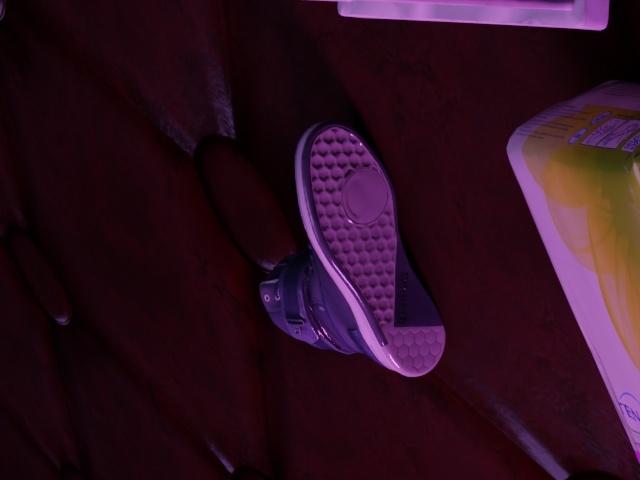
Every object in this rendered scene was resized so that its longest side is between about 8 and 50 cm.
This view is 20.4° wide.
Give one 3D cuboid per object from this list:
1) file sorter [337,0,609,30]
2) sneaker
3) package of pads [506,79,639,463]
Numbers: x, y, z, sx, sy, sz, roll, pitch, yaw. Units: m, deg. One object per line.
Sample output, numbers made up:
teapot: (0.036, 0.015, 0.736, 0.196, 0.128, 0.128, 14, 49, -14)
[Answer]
file sorter: (0.024, -0.250, 0.872, 0.193, 0.173, 0.277, 12, 101, 51)
sneaker: (-0.001, 0.002, 1.449, 0.163, 0.086, 0.226, 14, 131, 54)
package of pads: (0.226, 0.055, 1.005, 0.296, 0.101, 0.229, 65, 172, -11)
